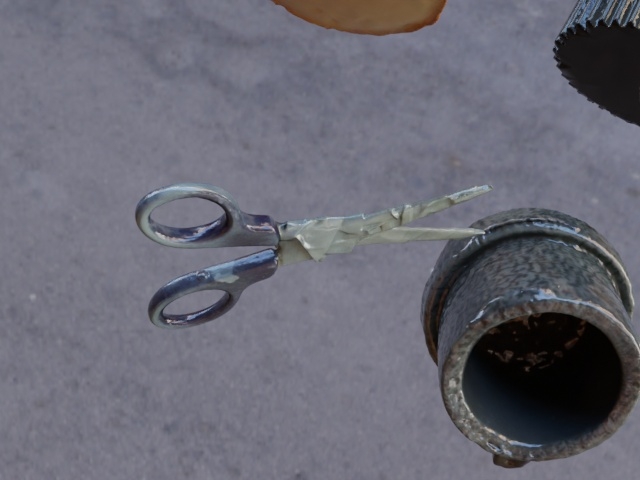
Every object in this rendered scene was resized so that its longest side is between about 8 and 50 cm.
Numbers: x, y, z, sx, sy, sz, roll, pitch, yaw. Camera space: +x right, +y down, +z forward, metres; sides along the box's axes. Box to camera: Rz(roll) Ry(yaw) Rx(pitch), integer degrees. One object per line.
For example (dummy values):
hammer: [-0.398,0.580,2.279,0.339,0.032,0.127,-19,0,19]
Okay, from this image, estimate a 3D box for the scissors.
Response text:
scissors: [0.000,0.000,1.213,0.384,0.256,0.029,-9,57,-12]

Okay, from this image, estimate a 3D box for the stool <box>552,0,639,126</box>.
stool: [0.552,-0.372,1.732,0.297,0.297,0.330,23,75,15]

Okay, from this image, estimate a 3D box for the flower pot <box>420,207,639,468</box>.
flower pot: [0.278,0.116,1.462,0.299,0.299,0.283,7,27,-2]

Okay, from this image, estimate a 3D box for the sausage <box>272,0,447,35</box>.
sausage: [0.052,-0.387,1.196,0.233,0.233,0.287,12,64,3]
